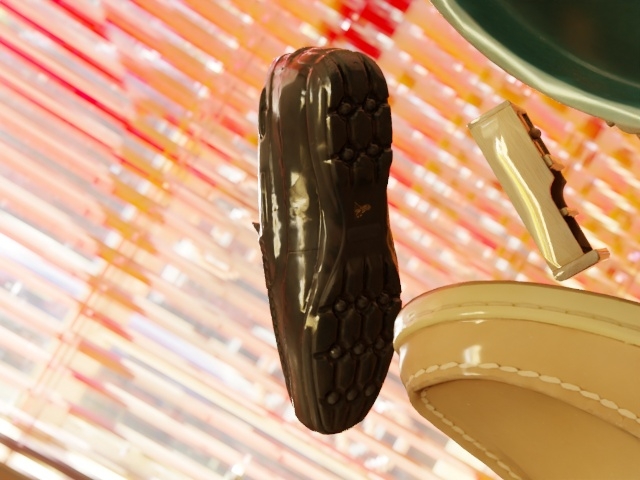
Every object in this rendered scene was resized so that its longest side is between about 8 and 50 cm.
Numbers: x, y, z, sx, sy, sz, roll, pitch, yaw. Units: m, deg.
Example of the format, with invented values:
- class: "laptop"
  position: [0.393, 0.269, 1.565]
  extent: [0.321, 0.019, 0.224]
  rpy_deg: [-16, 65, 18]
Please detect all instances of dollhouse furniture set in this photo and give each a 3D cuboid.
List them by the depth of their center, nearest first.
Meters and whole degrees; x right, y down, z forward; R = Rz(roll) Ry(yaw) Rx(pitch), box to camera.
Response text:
- class: "dollhouse furniture set"
  position: [0.279, -0.093, 1.160]
  extent: [0.161, 0.242, 0.212]
  rpy_deg: [61, 16, 8]

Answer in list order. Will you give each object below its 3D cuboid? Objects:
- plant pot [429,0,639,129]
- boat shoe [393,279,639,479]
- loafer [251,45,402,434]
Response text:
- class: "plant pot"
  position: [0.182, -0.187, 0.544]
  extent: [0.272, 0.271, 0.255]
  rpy_deg: [28, 19, 16]
- class: "boat shoe"
  position: [0.173, 0.129, 0.564]
  extent: [0.341, 0.110, 0.122]
  rpy_deg: [29, -28, -14]
- class: "loafer"
  position: [0.000, 0.000, 0.767]
  extent: [0.076, 0.223, 0.078]
  rpy_deg: [-8, 11, -39]
